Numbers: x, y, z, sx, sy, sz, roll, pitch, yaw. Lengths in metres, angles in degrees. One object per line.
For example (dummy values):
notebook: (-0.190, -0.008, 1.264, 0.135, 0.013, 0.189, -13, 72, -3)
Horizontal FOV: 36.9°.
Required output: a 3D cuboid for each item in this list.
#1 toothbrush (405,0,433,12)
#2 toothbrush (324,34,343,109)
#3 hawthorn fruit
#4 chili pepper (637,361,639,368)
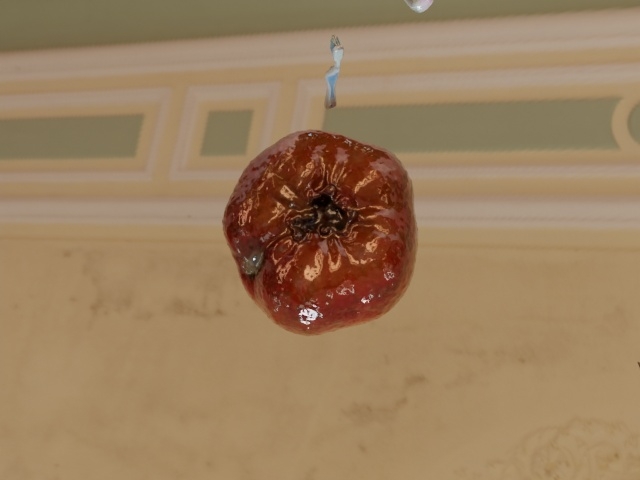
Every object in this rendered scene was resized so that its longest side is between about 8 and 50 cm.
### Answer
toothbrush: (0.030, -0.231, 0.698, 0.018, 0.024, 0.257, -43, -139, 18)
toothbrush: (0.012, -0.145, 0.865, 0.014, 0.162, 0.017, -19, -101, -5)
hawthorn fruit: (0.000, 0.000, 1.007, 0.207, 0.243, 0.207, 0, -99, 0)
chili pepper: (0.229, 0.157, 0.552, 0.084, 0.086, 0.192, -25, -103, 4)
